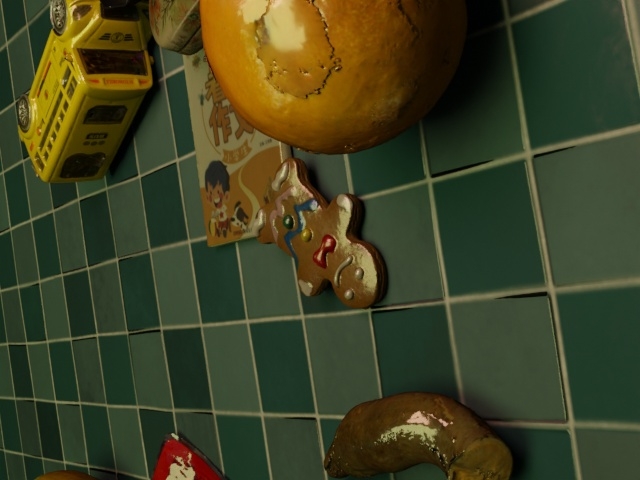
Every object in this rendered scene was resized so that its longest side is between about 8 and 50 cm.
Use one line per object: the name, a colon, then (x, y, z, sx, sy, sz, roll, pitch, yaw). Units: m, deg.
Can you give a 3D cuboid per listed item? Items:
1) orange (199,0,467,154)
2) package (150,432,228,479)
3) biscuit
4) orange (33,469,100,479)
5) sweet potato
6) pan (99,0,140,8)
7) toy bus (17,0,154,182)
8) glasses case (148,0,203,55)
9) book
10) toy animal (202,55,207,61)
orange: (0.010, -0.199, 0.782, 0.246, 0.246, 0.246, 10, 103, 50)
package: (-0.210, 0.454, 1.295, 0.194, 0.071, 0.270, 22, 109, 32)
biscuit: (0.000, 0.000, 0.979, 0.205, 0.031, 0.138, 45, 121, 28)
orange: (-0.445, 0.543, 1.463, 0.279, 0.235, 0.279, 15, 112, 43)
sweet potato: (0.079, 0.218, 0.886, 0.285, 0.085, 0.112, -26, 80, 50)
pan: (-0.239, -0.378, 1.136, 0.202, 0.048, 0.128, 11, 105, 45)
toy bus: (-0.357, -0.235, 1.313, 0.330, 0.144, 0.152, -50, 57, 44)
glasses case: (-0.088, -0.375, 0.987, 0.425, 0.098, 0.157, -36, 52, 47)
book: (-0.110, -0.148, 1.119, 0.208, 0.020, 0.296, -12, 85, 52)
toy animal: (-0.051, -0.263, 0.972, 0.219, 0.086, 0.069, -33, 26, 23)
